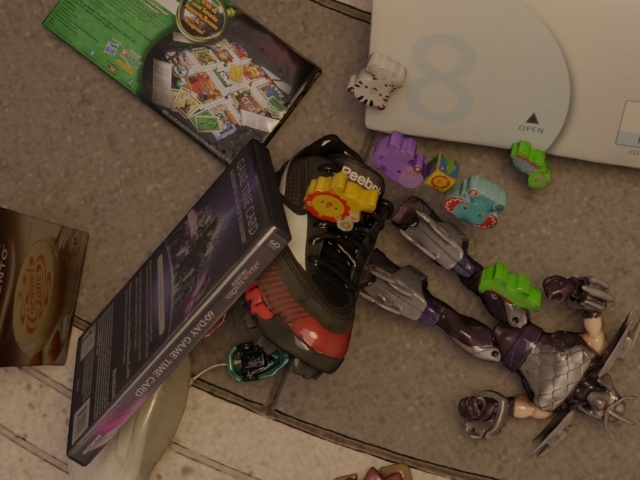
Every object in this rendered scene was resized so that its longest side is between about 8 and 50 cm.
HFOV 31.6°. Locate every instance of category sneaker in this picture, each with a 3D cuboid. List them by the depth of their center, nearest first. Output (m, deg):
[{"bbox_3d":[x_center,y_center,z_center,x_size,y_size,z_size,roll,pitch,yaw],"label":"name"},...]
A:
[{"bbox_3d":[0.000,0.000,0.980,0.097,0.276,0.135,35,116,-24],"label":"sneaker"},{"bbox_3d":[-0.198,0.191,1.089,0.094,0.080,0.212,21,89,20],"label":"sneaker"}]

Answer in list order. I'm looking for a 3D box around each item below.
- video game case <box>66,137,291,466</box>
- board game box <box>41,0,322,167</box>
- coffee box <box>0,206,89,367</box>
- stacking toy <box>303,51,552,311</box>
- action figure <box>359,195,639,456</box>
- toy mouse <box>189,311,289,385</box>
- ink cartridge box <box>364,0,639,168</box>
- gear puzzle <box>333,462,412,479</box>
[{"bbox_3d":[-0.132,0.048,1.009,0.026,0.196,0.274,37,106,-23],"label":"video game case"},{"bbox_3d":[-0.140,-0.193,1.134,0.259,0.030,0.136,38,93,9],"label":"board game box"},{"bbox_3d":[-0.305,0.042,1.023,0.098,0.246,0.141,8,87,8],"label":"coffee box"},{"bbox_3d":[0.103,-0.048,0.978,0.221,0.052,0.167,28,50,-14],"label":"stacking toy"},{"bbox_3d":[0.165,0.085,1.034,0.285,0.099,0.185,36,97,11],"label":"action figure"},{"bbox_3d":[-0.079,0.085,1.100,0.161,0.031,0.143,37,90,9],"label":"toy mouse"},{"bbox_3d":[0.203,-0.242,0.944,0.308,0.385,0.091,10,45,8],"label":"ink cartridge box"},{"bbox_3d":[0.039,0.390,1.053,0.175,0.044,0.339,-14,84,6],"label":"gear puzzle"}]
